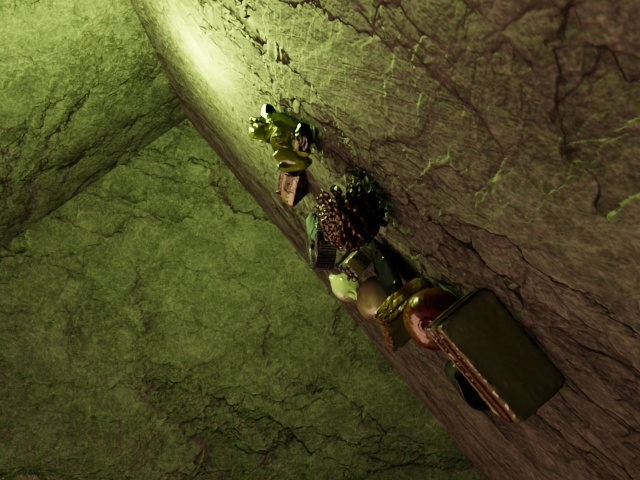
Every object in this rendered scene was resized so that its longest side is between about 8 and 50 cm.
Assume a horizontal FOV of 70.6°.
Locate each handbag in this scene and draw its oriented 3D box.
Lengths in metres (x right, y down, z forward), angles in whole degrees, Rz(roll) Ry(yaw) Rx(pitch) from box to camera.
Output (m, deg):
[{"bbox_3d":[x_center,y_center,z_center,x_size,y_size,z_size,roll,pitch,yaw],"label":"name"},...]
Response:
[{"bbox_3d":[0.247,0.123,1.644,0.254,0.089,0.211,61,-174,-56],"label":"handbag"}]

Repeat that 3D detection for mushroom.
[{"bbox_3d":[0.263,0.244,1.914,0.206,0.209,0.206,172,90,-76],"label":"mushroom"}]

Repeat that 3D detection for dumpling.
[{"bbox_3d":[0.160,0.265,2.528,0.258,0.147,0.193,36,-166,38],"label":"dumpling"}]

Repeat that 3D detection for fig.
[{"bbox_3d":[0.360,0.236,1.399,0.205,0.205,0.205,49,170,12],"label":"fig"}]

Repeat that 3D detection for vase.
[{"bbox_3d":[0.554,0.508,1.641,0.251,0.156,0.301,25,175,0],"label":"vase"}]

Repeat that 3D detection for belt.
[{"bbox_3d":[0.000,0.000,2.041,0.325,0.122,0.260,-129,38,-75],"label":"belt"}]

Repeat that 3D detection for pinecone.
[{"bbox_3d":[0.097,-0.072,1.372,0.221,0.221,0.221,49,170,12],"label":"pinecone"}]

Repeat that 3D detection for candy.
[{"bbox_3d":[0.448,0.295,1.180,0.320,0.179,0.135,50,168,2],"label":"candy"}]

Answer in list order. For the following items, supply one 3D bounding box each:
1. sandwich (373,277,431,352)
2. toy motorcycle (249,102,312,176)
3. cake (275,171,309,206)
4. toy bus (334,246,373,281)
[{"bbox_3d":[0.297,0.256,1.575,0.087,0.226,0.251,48,169,36],"label":"sandwich"},{"bbox_3d":[-0.124,-0.341,1.561,0.342,0.142,0.205,42,129,44],"label":"toy motorcycle"},{"bbox_3d":[-0.101,-0.282,1.955,0.112,0.135,0.246,35,136,19],"label":"cake"},{"bbox_3d":[0.143,0.100,1.951,0.097,0.138,0.342,46,172,-1],"label":"toy bus"}]
